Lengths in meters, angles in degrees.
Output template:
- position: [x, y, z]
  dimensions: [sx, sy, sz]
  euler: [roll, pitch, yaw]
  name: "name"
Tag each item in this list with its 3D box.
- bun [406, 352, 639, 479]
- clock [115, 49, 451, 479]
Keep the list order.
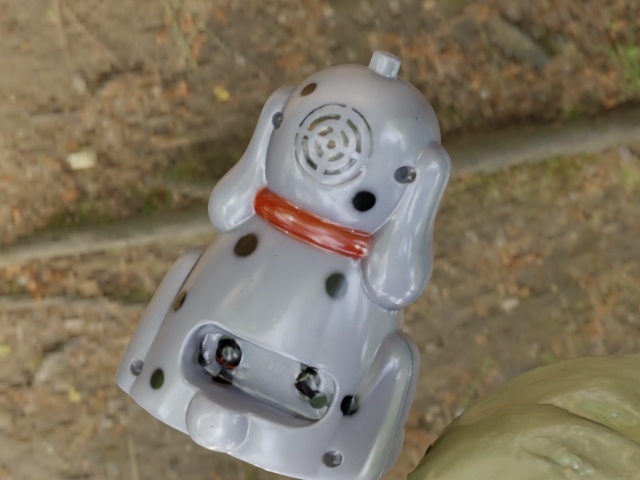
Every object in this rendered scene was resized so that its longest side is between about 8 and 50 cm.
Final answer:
- position: [0.173, 0.235, 1.059]
  dimensions: [0.211, 0.359, 0.359]
  euler: [-3, 142, 28]
  name: "bun"
- position: [0.000, 0.002, 1.220]
  dimensions: [0.189, 0.189, 0.254]
  euler: [16, 99, -28]
  name: "clock"
